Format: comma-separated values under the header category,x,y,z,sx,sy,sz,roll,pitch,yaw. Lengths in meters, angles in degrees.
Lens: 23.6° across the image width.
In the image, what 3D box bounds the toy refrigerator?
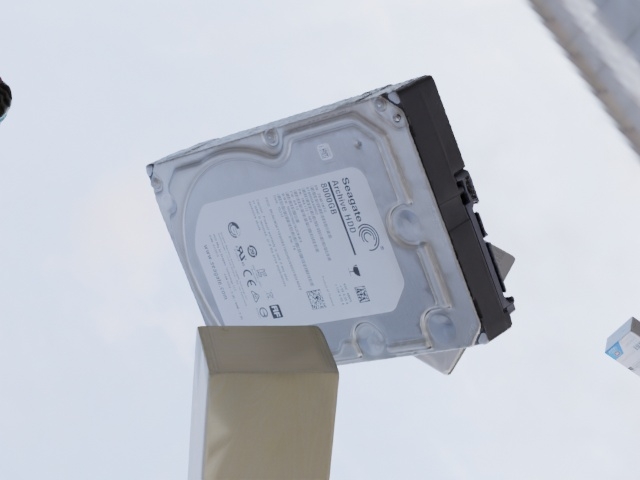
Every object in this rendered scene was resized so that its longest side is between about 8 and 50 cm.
category,x,y,z,sx,sy,sz,roll,pitch,yaw
toy refrigerator,-0.053,0.205,1.227,0.102,0.269,0.094,0,-158,-11

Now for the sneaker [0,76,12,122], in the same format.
category,x,y,z,sx,sy,sz,roll,pitch,yaw
sneaker,-0.401,-0.069,1.428,0.262,0.125,0.104,-27,-116,-41

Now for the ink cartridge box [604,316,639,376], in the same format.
category,x,y,z,sx,sy,sz,roll,pitch,yaw
ink cartridge box,0.376,0.130,1.766,0.083,0.048,0.028,34,-142,-10

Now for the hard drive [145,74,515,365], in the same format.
category,x,y,z,sx,sy,sz,roll,pitch,yaw
hard drive,0.000,0.000,1.411,0.064,0.339,0.236,-30,-77,-46

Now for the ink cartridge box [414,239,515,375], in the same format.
category,x,y,z,sx,sy,sz,roll,pitch,yaw
ink cartridge box,0.107,0.041,1.590,0.148,0.086,0.203,30,-159,7
